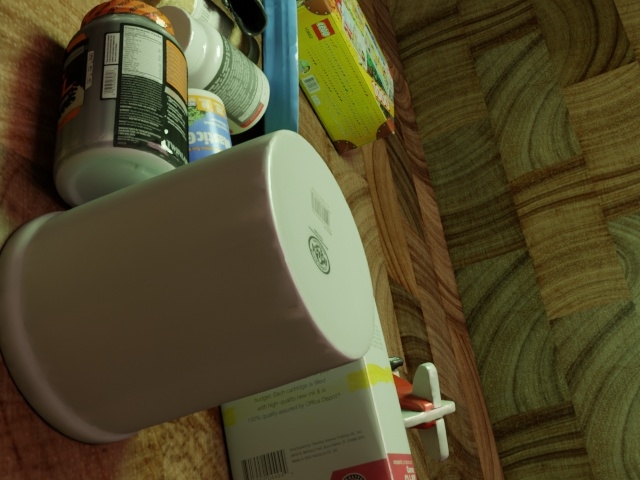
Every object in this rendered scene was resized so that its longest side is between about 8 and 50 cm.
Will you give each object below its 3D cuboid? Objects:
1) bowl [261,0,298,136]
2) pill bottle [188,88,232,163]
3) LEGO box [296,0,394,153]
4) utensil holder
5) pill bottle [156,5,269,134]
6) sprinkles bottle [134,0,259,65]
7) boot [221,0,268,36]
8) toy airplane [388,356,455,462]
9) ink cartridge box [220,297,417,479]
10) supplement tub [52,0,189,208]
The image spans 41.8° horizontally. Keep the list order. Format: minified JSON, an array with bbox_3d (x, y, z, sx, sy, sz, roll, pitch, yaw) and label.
[{"bbox_3d":[-0.097,-0.375,1.922,0.391,0.077,0.391,179,-90,-86],"label":"bowl"},{"bbox_3d":[-0.221,-0.112,1.458,0.152,0.152,0.272,29,45,-63],"label":"pill bottle"},{"bbox_3d":[0.043,-0.581,2.566,0.500,0.193,0.372,57,24,-35],"label":"LEGO box"},{"bbox_3d":[-0.162,0.064,1.096,0.327,0.385,0.328,53,27,-42],"label":"utensil holder"},{"bbox_3d":[-0.230,-0.328,1.624,0.283,0.161,0.161,33,42,-62],"label":"pill bottle"},{"bbox_3d":[-0.256,-0.446,1.725,0.355,0.121,0.121,28,46,-63],"label":"sprinkles bottle"},{"bbox_3d":[-0.222,-0.586,1.702,0.338,0.118,0.223,44,13,-30],"label":"boot"},{"bbox_3d":[0.101,0.347,1.733,0.384,0.272,0.386,97,-19,-45],"label":"toy airplane"},{"bbox_3d":[-0.012,0.297,1.445,0.160,0.279,0.385,30,44,-63],"label":"ink cartridge box"},{"bbox_3d":[-0.297,-0.202,1.272,0.193,0.193,0.316,46,30,-50],"label":"supplement tub"}]
